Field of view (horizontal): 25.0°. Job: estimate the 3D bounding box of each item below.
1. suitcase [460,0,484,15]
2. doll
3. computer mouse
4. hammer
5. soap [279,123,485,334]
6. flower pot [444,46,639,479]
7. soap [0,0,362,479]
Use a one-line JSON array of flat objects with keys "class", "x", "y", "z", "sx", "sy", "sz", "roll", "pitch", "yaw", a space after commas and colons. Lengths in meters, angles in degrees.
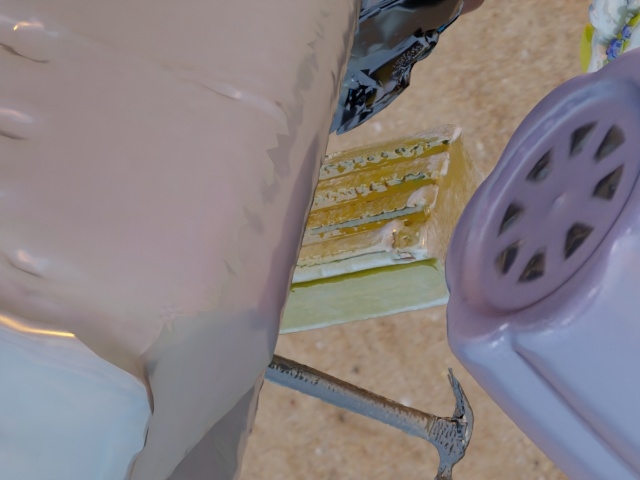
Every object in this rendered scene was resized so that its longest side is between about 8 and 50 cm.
[{"class": "suitcase", "x": -0.001, "y": -0.291, "z": 1.358, "sx": 0.236, "sy": 0.297, "sz": 0.161, "roll": 68, "pitch": -175, "yaw": -50}, {"class": "doll", "x": 0.367, "y": -0.271, "z": 1.671, "sx": 0.237, "sy": 0.111, "sz": 0.252, "roll": -166, "pitch": 89, "yaw": -77}, {"class": "computer mouse", "x": 0.013, "y": -0.155, "z": 0.926, "sx": 0.242, "sy": 0.077, "sz": 0.146, "roll": -40, "pitch": 52, "yaw": 20}, {"class": "hammer", "x": 0.020, "y": 0.158, "z": 1.495, "sx": 0.027, "sy": 0.297, "sz": 0.125, "roll": 144, "pitch": 146, "yaw": -74}, {"class": "soap", "x": 0.000, "y": 0.000, "z": 1.292, "sx": 0.274, "sy": 0.173, "sz": 0.089, "roll": -11, "pitch": 129, "yaw": 28}, {"class": "flower pot", "x": 0.210, "y": 0.034, "z": 0.739, "sx": 0.243, "sy": 0.265, "sz": 0.265, "roll": 34, "pitch": 140, "yaw": -21}, {"class": "soap", "x": -0.173, "y": -0.033, "z": 0.577, "sx": 0.350, "sy": 0.435, "sz": 0.213, "roll": 15, "pitch": 122, "yaw": 2}]
